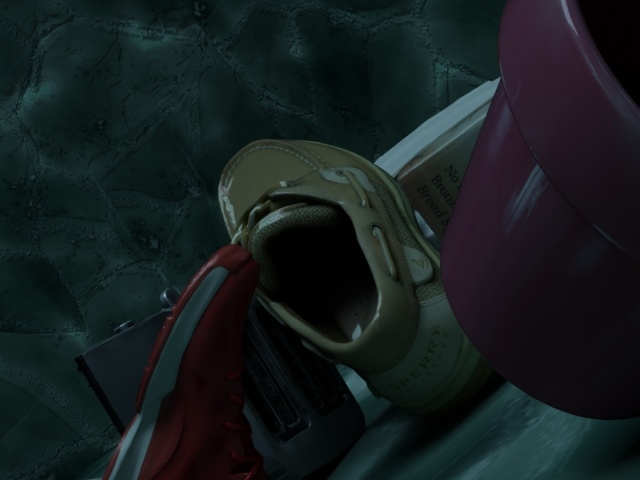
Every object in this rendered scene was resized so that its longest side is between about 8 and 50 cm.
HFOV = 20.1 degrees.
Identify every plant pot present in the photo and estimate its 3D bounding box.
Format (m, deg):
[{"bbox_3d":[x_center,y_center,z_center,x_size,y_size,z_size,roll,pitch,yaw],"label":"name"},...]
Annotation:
[{"bbox_3d":[0.145,-0.025,0.755,0.201,0.201,0.180,-38,-12,-42],"label":"plant pot"}]

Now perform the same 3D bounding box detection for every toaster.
[{"bbox_3d":[-0.068,0.120,1.315,0.110,0.186,0.168,-33,-5,24],"label":"toaster"}]

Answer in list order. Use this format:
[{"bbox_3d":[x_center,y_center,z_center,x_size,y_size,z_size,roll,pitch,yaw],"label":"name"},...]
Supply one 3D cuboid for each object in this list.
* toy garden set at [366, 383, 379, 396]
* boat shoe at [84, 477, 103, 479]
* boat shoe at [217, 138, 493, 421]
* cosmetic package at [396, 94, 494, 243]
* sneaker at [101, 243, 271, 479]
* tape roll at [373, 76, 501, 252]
[{"bbox_3d":[0.142,0.024,1.535,0.244,0.049,0.204,-36,2,12],"label":"toy garden set"},{"bbox_3d":[-0.223,0.296,1.201,0.112,0.095,0.335,13,41,38],"label":"boat shoe"},{"bbox_3d":[0.000,0.000,1.242,0.121,0.110,0.341,-59,34,6],"label":"boat shoe"},{"bbox_3d":[0.213,-0.076,1.148,0.296,0.153,0.129,-38,2,15],"label":"cosmetic package"},{"bbox_3d":[-0.053,0.121,1.135,0.087,0.128,0.221,-38,-28,-75],"label":"sneaker"},{"bbox_3d":[0.122,-0.024,1.396,0.286,0.100,0.286,-35,15,11],"label":"tape roll"}]
